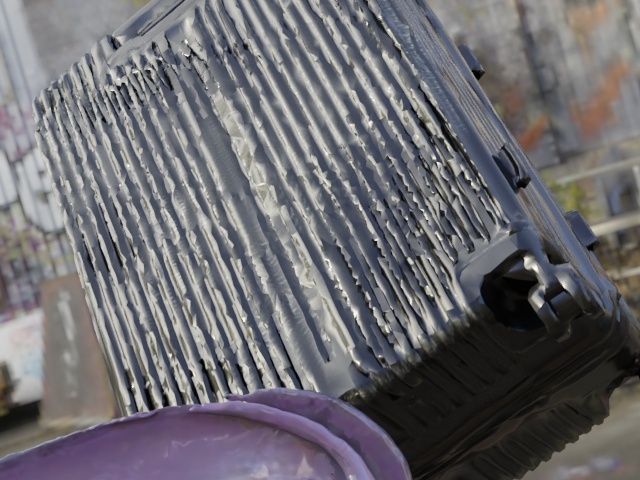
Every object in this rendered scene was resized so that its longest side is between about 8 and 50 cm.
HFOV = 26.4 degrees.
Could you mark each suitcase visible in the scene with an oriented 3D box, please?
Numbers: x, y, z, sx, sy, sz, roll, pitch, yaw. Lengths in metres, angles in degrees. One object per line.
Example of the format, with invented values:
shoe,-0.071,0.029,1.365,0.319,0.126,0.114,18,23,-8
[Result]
suitcase,0.000,0.000,0.699,0.230,0.335,0.152,-37,-41,13

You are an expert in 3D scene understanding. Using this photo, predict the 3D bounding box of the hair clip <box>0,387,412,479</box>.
hair clip,-0.132,0.119,0.438,0.359,0.110,0.095,2,-47,-15
